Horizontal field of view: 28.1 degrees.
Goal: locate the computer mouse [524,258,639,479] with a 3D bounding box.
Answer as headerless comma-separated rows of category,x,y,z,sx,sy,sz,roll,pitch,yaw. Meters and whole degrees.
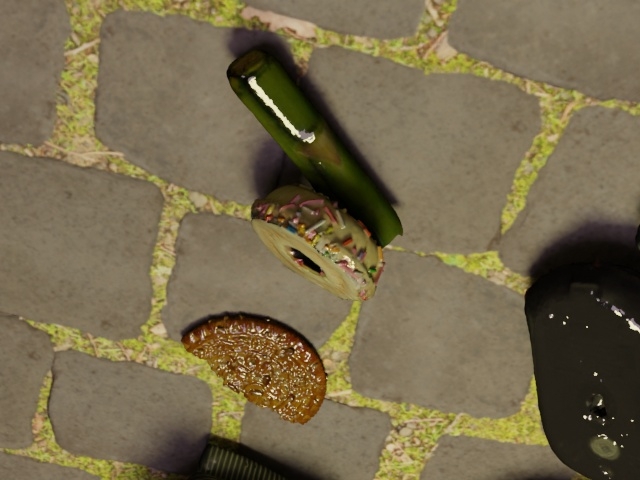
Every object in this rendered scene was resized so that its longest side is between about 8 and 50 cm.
computer mouse,0.341,0.153,1.507,0.182,0.116,0.323,3,125,24

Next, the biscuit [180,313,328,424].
biscuit,-0.070,0.157,1.621,0.206,0.025,0.126,35,123,-19

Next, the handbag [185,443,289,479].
handbag,-0.142,0.447,1.727,0.240,0.247,0.340,40,125,-8

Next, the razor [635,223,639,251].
razor,0.515,0.043,1.412,0.327,0.107,0.189,37,124,-20

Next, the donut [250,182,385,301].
donut,0.000,0.000,1.425,0.174,0.068,0.174,33,165,10

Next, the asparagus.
asparagus,-0.003,-0.097,1.401,0.067,0.060,0.278,-10,131,39
